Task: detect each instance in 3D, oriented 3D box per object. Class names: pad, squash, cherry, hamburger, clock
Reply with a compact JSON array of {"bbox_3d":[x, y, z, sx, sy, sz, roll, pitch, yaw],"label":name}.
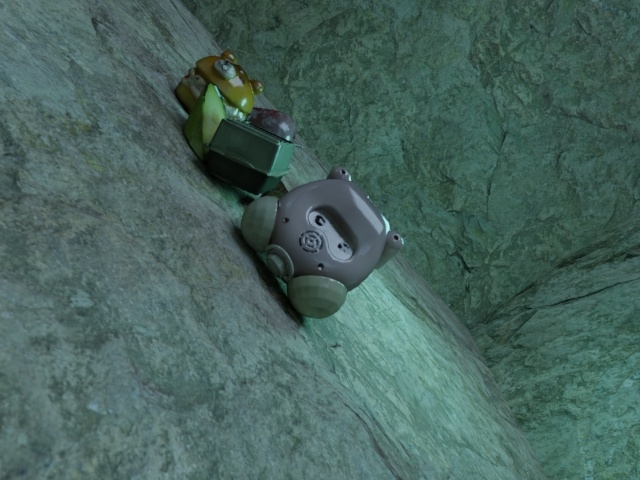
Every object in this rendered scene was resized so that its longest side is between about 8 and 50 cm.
[{"bbox_3d":[-0.156,-0.194,1.774,0.181,0.004,0.267,32,21,-54],"label":"pad"},{"bbox_3d":[-0.322,-0.355,1.354,0.204,0.155,0.237,48,11,-2],"label":"squash"},{"bbox_3d":[-0.201,-0.432,1.844,0.286,0.212,0.236,22,-1,-13],"label":"cherry"},{"bbox_3d":[-0.346,-0.524,1.569,0.276,0.237,0.276,44,13,-13],"label":"hamburger"},{"bbox_3d":[0.000,0.000,1.136,0.342,0.326,0.184,50,-29,16],"label":"clock"}]

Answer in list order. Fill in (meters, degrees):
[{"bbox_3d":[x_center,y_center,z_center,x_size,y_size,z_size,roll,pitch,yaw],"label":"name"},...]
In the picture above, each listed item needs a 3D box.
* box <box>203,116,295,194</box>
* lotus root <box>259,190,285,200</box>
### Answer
[{"bbox_3d":[-0.200,-0.248,1.313,0.221,0.166,0.290,25,14,2],"label":"box"},{"bbox_3d":[-0.137,-0.106,1.395,0.113,0.088,0.192,51,11,-4],"label":"lotus root"}]
